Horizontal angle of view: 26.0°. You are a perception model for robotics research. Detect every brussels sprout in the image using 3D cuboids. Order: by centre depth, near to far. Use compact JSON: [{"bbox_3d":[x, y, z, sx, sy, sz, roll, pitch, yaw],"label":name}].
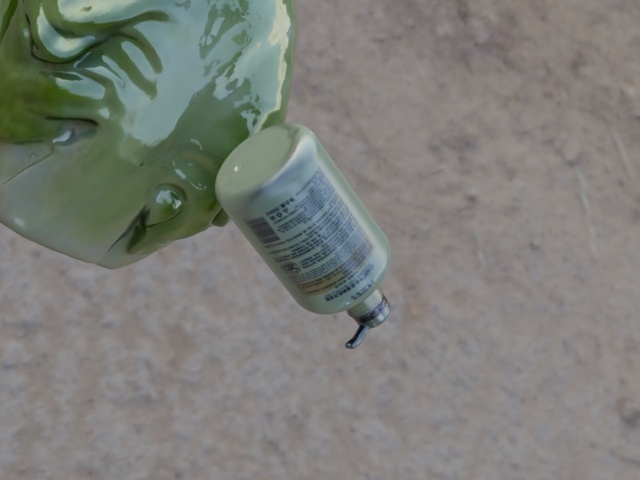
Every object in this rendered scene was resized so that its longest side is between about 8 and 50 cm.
[{"bbox_3d":[-0.162,-0.152,1.090,0.247,0.328,0.328,22,62,-32],"label":"brussels sprout"}]

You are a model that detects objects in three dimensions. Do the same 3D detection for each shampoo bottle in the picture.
[{"bbox_3d":[0.000,0.000,0.948,0.162,0.079,0.079,53,48,-32],"label":"shampoo bottle"}]
